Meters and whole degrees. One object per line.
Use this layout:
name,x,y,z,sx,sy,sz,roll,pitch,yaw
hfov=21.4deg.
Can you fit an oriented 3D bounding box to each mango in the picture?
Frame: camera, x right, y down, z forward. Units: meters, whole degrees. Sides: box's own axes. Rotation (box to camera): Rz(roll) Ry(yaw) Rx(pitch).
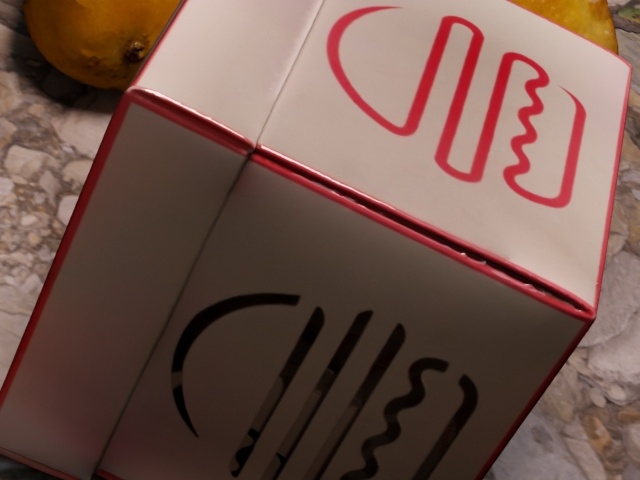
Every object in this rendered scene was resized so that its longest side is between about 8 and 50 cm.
mango,-0.164,-0.214,1.430,0.166,0.136,0.236,28,30,-21

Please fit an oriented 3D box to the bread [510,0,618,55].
bread,0.101,-0.146,1.379,0.312,0.172,0.312,1,87,-24

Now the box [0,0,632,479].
box,0.000,0.000,1.125,0.300,0.314,0.312,26,37,-3
